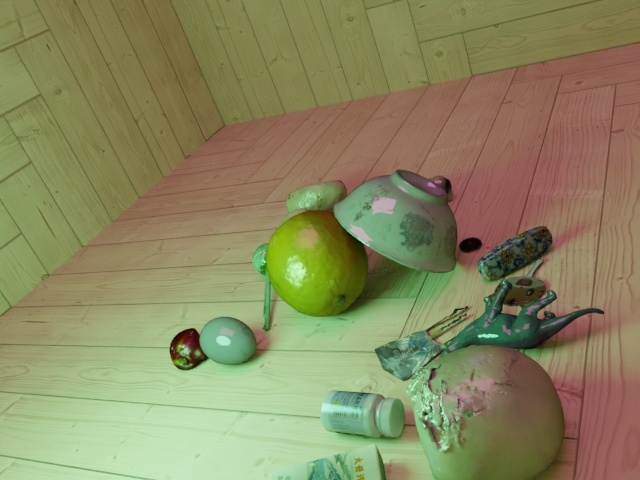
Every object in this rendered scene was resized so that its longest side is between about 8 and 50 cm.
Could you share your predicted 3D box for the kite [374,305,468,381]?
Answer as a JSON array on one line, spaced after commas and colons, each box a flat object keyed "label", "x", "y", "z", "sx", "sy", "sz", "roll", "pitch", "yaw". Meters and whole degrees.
[{"label": "kite", "x": 0.306, "y": 0.278, "z": 1.748, "sx": 0.310, "sy": 0.015, "sz": 0.169, "roll": -27, "pitch": 27, "yaw": -7}]

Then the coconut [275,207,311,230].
[{"label": "coconut", "x": -0.051, "y": 0.003, "z": 2.291, "sx": 0.241, "sy": 0.241, "sz": 0.241, "roll": -17, "pitch": 27, "yaw": 9}]

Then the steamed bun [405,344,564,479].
[{"label": "steamed bun", "x": 0.345, "y": 0.347, "z": 1.354, "sx": 0.312, "sy": 0.232, "sz": 0.334, "roll": -21, "pitch": 28, "yaw": 2}]

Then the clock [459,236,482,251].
[{"label": "clock", "x": 0.494, "y": 0.012, "z": 2.101, "sx": 0.074, "sy": 0.010, "sz": 0.083, "roll": -18, "pitch": 27, "yaw": 7}]

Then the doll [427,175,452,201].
[{"label": "doll", "x": 0.407, "y": -0.188, "z": 2.440, "sx": 0.192, "sy": 0.095, "sz": 0.149, "roll": -14, "pitch": 30, "yaw": 8}]

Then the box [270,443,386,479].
[{"label": "box", "x": 0.016, "y": 0.556, "z": 1.385, "sx": 0.257, "sy": 0.069, "sz": 0.164, "roll": -18, "pitch": 27, "yaw": 7}]

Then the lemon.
[{"label": "lemon", "x": -0.008, "y": 0.074, "z": 2.007, "sx": 0.348, "sy": 0.347, "sz": 0.348, "roll": -17, "pitch": 27, "yaw": 9}]

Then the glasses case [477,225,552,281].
[{"label": "glasses case", "x": 0.583, "y": 0.037, "z": 1.907, "sx": 0.248, "sy": 0.086, "sz": 0.065, "roll": -26, "pitch": 23, "yaw": -9}]

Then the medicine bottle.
[{"label": "medicine bottle", "x": 0.101, "y": 0.419, "z": 1.538, "sx": 0.187, "sy": 0.102, "sz": 0.102, "roll": -4, "pitch": 32, "yaw": 32}]

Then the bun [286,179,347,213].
[{"label": "bun", "x": -0.011, "y": -0.150, "z": 2.595, "sx": 0.259, "sy": 0.159, "sz": 0.259, "roll": -14, "pitch": 2, "yaw": 1}]

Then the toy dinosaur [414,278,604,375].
[{"label": "toy dinosaur", "x": 0.462, "y": 0.266, "z": 1.594, "sx": 0.384, "sy": 0.129, "sz": 0.331, "roll": 7, "pitch": 49, "yaw": 41}]

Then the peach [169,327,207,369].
[{"label": "peach", "x": -0.430, "y": 0.341, "z": 2.076, "sx": 0.127, "sy": 0.092, "sz": 0.172, "roll": -22, "pitch": 29, "yaw": 6}]

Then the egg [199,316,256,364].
[{"label": "egg", "x": -0.285, "y": 0.310, "z": 1.966, "sx": 0.199, "sy": 0.146, "sz": 0.146, "roll": 14, "pitch": 43, "yaw": 37}]

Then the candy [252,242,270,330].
[{"label": "candy", "x": -0.183, "y": 0.160, "z": 2.246, "sx": 0.119, "sy": 0.119, "sz": 0.439, "roll": -18, "pitch": 35, "yaw": 8}]

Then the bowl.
[{"label": "bowl", "x": 0.276, "y": -0.097, "z": 2.001, "sx": 0.435, "sy": 0.196, "sz": 0.434, "roll": 22, "pitch": 22, "yaw": -9}]

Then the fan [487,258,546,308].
[{"label": "fan", "x": 0.588, "y": 0.121, "z": 1.836, "sx": 0.153, "sy": 0.008, "sz": 0.227, "roll": 5, "pitch": 38, "yaw": 43}]
